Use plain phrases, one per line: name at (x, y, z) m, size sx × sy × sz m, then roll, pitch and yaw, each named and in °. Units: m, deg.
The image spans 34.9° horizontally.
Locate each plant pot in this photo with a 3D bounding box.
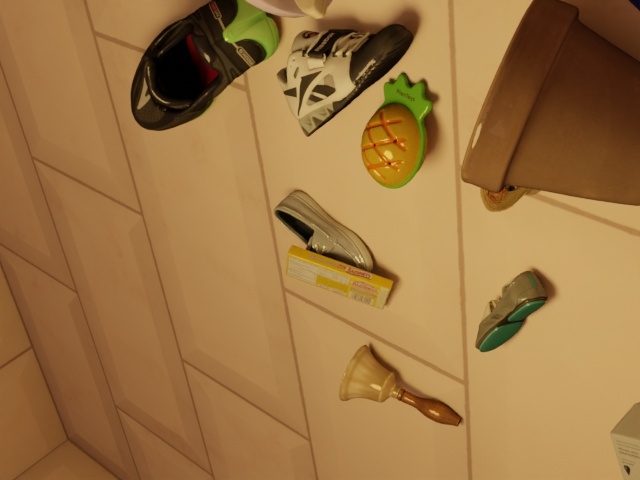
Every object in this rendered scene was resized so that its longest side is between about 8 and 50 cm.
plant pot at (0.332, -0.151, 1.299) m, size 0.229 × 0.263 × 0.263 m, roll 25°, pitch 141°, yaw 10°

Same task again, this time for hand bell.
hand bell at (0.172, 0.315, 2.061) m, size 0.242 × 0.126 × 0.126 m, roll 22°, pitch 137°, yaw 21°

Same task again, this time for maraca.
maraca at (0.125, -0.175, 1.649) m, size 0.127 × 0.099 × 0.185 m, roll 31°, pitch 116°, yaw 37°

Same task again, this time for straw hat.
straw hat at (0.305, -0.100, 1.514) m, size 0.061 × 0.144 × 0.144 m, roll 19°, pitch 157°, yaw -24°

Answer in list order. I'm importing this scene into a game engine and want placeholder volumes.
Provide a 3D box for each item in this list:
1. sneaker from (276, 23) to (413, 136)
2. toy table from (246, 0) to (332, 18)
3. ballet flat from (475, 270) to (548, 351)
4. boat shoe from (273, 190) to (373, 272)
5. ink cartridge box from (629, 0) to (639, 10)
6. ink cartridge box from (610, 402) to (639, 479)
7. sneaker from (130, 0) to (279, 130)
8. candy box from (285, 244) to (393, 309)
sneaker at (0.018, -0.288, 1.647) m, size 0.146 × 0.122 × 0.330 m, roll 54°, pitch 147°, yaw -4°
toy table at (-0.033, -0.434, 1.484) m, size 0.161 × 0.274 × 0.252 m, roll 0°, pitch 84°, yaw 46°
ballet flat at (0.316, 0.117, 1.719) m, size 0.213 × 0.072 × 0.068 m, roll 121°, pitch 136°, yaw -55°
boat shoe at (0.000, -0.001, 1.974) m, size 0.227 × 0.081 × 0.079 m, roll 42°, pitch 146°, yaw 18°
ink cartridge box at (0.445, -0.357, 1.108) m, size 0.175 × 0.069 × 0.371 m, roll 48°, pitch 149°, yaw 9°
ink cartridge box at (0.565, 0.377, 1.611) m, size 0.153 × 0.087 × 0.208 m, roll 6°, pitch 126°, yaw 50°
sneaker at (-0.267, -0.321, 1.900) m, size 0.185 × 0.202 × 0.483 m, roll 57°, pitch 147°, yaw -4°
candy box at (0.034, 0.072, 1.958) m, size 0.206 × 0.027 × 0.105 m, roll 20°, pitch 153°, yaw 4°
